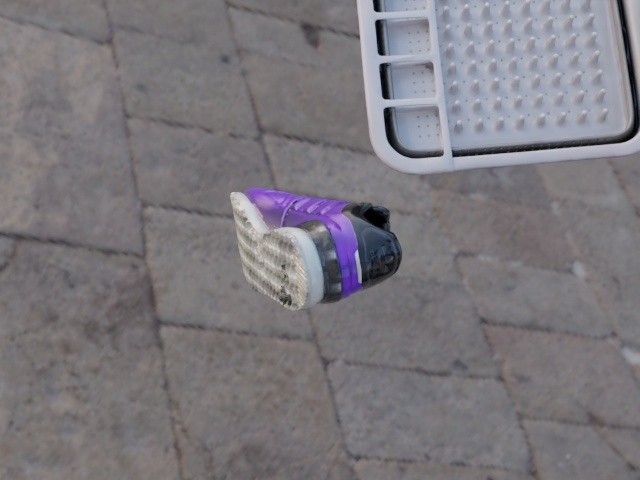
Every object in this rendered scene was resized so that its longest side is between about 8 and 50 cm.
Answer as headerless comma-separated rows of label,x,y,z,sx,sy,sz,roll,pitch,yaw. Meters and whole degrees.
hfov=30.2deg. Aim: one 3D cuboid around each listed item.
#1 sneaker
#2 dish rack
sneaker,0.000,0.001,1.265,0.146,0.102,0.293,-13,18,-16
dish rack,0.215,-0.213,1.406,0.333,0.072,0.285,-5,75,1
